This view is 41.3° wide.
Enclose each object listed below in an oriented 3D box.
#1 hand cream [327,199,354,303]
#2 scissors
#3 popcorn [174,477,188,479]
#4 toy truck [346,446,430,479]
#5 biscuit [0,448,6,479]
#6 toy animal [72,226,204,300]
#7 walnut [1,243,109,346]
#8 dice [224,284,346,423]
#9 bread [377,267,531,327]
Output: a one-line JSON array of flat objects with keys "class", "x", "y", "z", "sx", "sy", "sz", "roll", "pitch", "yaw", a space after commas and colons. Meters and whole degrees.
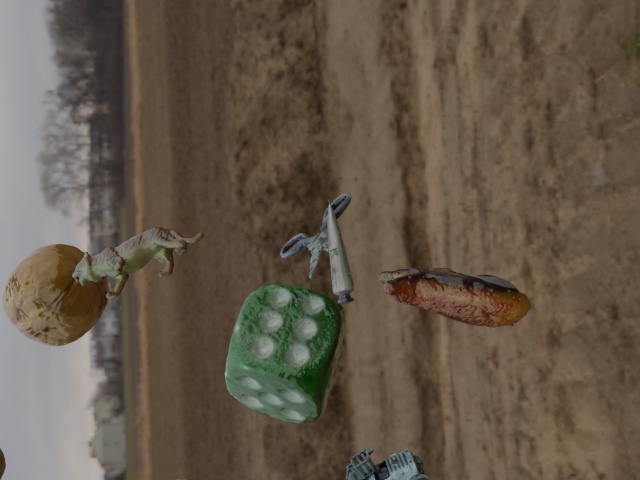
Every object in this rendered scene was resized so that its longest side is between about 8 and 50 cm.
[{"class": "hand cream", "x": 0.038, "y": 0.027, "z": 1.926, "sx": 0.080, "sy": 0.050, "sz": 0.234, "roll": 101, "pitch": 160, "yaw": -76}, {"class": "scissors", "x": 0.000, "y": 0.000, "z": 2.187, "sx": 0.029, "sy": 0.256, "sz": 0.383, "roll": 47, "pitch": -173, "yaw": -15}, {"class": "popcorn", "x": -0.175, "y": 0.481, "z": 1.219, "sx": 0.335, "sy": 0.274, "sz": 0.279, "roll": -32, "pitch": 83, "yaw": 31}, {"class": "toy truck", "x": 0.172, "y": 0.607, "z": 1.845, "sx": 0.133, "sy": 0.184, "sz": 0.338, "roll": -114, "pitch": 5, "yaw": -81}, {"class": "biscuit", "x": -0.787, "y": 0.510, "z": 1.767, "sx": 0.091, "sy": 0.274, "sz": 0.213, "roll": 45, "pitch": 142, "yaw": 25}, {"class": "toy animal", "x": -0.303, "y": 0.026, "z": 1.397, "sx": 0.099, "sy": 0.241, "sz": 0.057, "roll": -109, "pitch": -8, "yaw": -47}, {"class": "walnut", "x": -0.523, "y": 0.110, "z": 1.683, "sx": 0.226, "sy": 0.193, "sz": 0.193, "roll": -49, "pitch": 40, "yaw": 40}, {"class": "dice", "x": -0.091, "y": 0.313, "z": 2.362, "sx": 0.300, "sy": 0.287, "sz": 0.297, "roll": 94, "pitch": -167, "yaw": -56}, {"class": "bread", "x": 0.234, "y": 0.100, "z": 1.504, "sx": 0.139, "sy": 0.268, "sz": 0.095, "roll": -59, "pitch": -28, "yaw": -84}]
